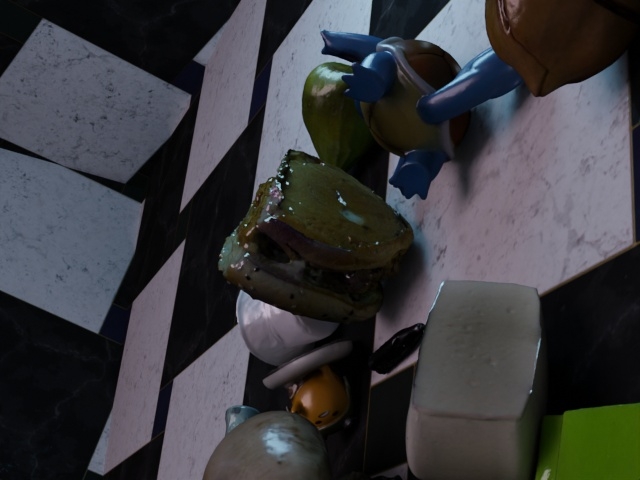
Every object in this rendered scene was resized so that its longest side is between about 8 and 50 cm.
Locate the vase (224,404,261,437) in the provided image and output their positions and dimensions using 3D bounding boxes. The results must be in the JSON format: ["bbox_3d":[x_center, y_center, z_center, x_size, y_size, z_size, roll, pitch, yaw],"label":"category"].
[{"bbox_3d":[-0.166,0.441,2.080,0.096,0.096,0.219,130,152,-50],"label":"vase"}]

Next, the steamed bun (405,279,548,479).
[{"bbox_3d":[0.180,0.172,1.174,0.241,0.146,0.164,-69,-24,-50],"label":"steamed bun"}]

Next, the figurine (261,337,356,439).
[{"bbox_3d":[0.005,0.261,1.769,0.141,0.167,0.250,64,178,9],"label":"figurine"}]

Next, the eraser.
[{"bbox_3d":[0.274,0.298,0.975,0.210,0.092,0.274,151,133,-65],"label":"eraser"}]

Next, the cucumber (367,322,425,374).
[{"bbox_3d":[0.121,0.157,1.584,0.163,0.039,0.043,-53,49,50],"label":"cucumber"}]

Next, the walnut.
[{"bbox_3d":[0.298,-0.308,1.245,0.203,0.203,0.297,173,111,-69],"label":"walnut"}]

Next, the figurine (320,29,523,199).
[{"bbox_3d":[0.132,-0.221,1.591,0.243,0.298,0.416,-42,17,-13],"label":"figurine"}]

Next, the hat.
[{"bbox_3d":[-0.041,0.128,1.891,0.126,0.203,0.203,-14,61,48],"label":"hat"}]

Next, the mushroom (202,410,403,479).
[{"bbox_3d":[-0.017,0.419,1.482,0.362,0.295,0.362,169,90,-84],"label":"mushroom"}]

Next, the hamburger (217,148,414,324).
[{"bbox_3d":[0.000,0.000,1.688,0.195,0.277,0.318,-61,3,22],"label":"hamburger"}]

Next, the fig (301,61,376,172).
[{"bbox_3d":[0.051,-0.229,1.950,0.167,0.167,0.233,-95,-9,-45],"label":"fig"}]
